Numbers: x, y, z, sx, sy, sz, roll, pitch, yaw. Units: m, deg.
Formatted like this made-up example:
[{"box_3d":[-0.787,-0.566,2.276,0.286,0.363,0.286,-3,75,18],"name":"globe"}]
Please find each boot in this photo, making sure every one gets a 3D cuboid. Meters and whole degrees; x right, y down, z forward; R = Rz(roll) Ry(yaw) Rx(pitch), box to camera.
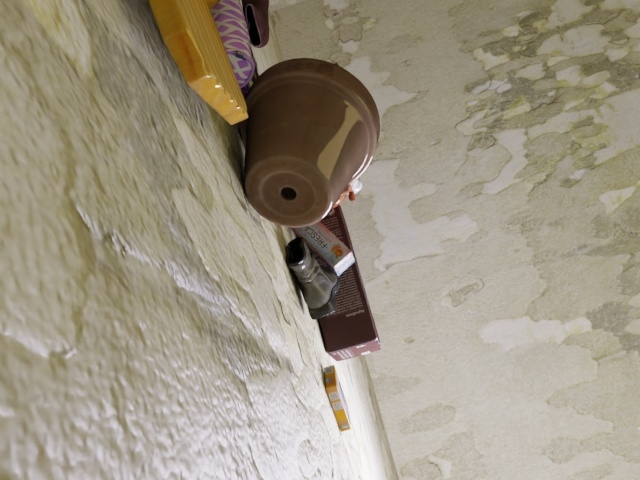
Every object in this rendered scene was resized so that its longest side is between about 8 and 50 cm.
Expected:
[{"box_3d":[-0.198,-0.707,1.855,0.207,0.090,0.249,-96,177,-72],"name":"boot"},{"box_3d":[-0.021,0.059,1.388,0.246,0.083,0.161,-98,165,-73],"name":"boot"}]

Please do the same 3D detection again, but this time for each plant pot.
[{"box_3d":[-0.033,-0.151,1.084,0.229,0.262,0.263,-77,154,-48],"name":"plant pot"}]

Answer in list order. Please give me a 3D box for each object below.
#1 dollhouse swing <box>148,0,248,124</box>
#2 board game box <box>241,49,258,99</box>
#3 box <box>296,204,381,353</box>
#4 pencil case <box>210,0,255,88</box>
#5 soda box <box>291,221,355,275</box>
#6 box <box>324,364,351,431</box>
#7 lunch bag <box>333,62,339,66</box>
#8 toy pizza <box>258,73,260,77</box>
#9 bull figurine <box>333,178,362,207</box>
[{"box_3d":[-0.094,-0.373,0.761,0.305,0.315,0.347,53,2,4],"name":"dollhouse swing"},{"box_3d":[-0.177,-0.390,1.282,0.347,0.056,0.208,-102,178,-53],"name":"board game box"},{"box_3d":[0.045,0.113,1.640,0.191,0.143,0.382,64,8,-70],"name":"box"},{"box_3d":[-0.164,-0.337,1.009,0.086,0.088,0.206,-52,-139,43],"name":"pencil case"},{"box_3d":[0.000,0.000,1.497,0.183,0.058,0.063,45,-10,27],"name":"soda box"},{"box_3d":[0.039,0.353,1.357,0.081,0.028,0.136,-97,172,-68],"name":"box"},{"box_3d":[-0.039,-0.297,1.417,0.287,0.235,0.169,-101,169,-58],"name":"lunch bag"},{"box_3d":[-0.146,-0.395,1.815,0.201,0.032,0.201,-16,90,-86],"name":"toy pizza"},{"box_3d":[0.005,-0.139,1.542,0.310,0.188,0.101,-52,141,-79],"name":"bull figurine"}]
